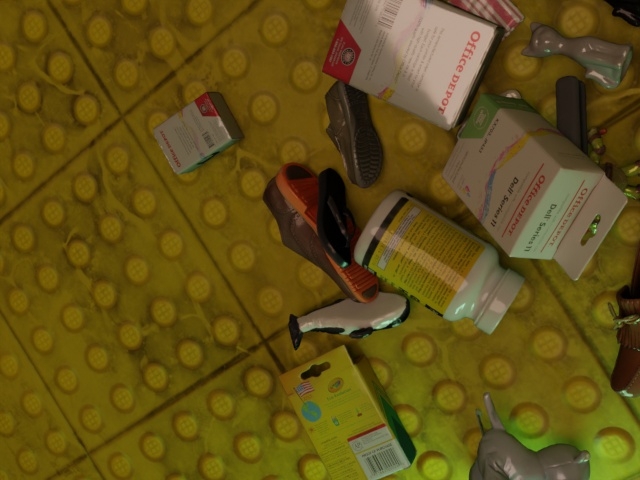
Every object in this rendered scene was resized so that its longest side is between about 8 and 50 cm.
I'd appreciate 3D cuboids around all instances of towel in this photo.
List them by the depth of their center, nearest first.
[{"bbox_3d":[0.307,-0.444,1.685,0.144,0.029,0.197,48,112,6],"label":"towel"}]

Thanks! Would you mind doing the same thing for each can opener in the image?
[{"bbox_3d":[0.478,-0.179,1.582,0.093,0.074,0.281,1,87,36],"label":"can opener"}]

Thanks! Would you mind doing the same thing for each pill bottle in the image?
[{"bbox_3d":[0.252,0.051,1.709,0.333,0.188,0.188,33,109,13],"label":"pill bottle"}]

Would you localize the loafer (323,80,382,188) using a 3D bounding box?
[{"bbox_3d":[0.068,-0.236,1.791,0.087,0.094,0.251,-13,85,47],"label":"loafer"}]

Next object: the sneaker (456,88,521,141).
[{"bbox_3d":[0.348,-0.252,1.678,0.161,0.075,0.057,-37,86,23],"label":"sneaker"}]

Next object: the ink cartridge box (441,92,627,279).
[{"bbox_3d":[0.394,-0.106,1.543,0.353,0.119,0.207,59,135,46],"label":"ink cartridge box"}]

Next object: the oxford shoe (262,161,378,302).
[{"bbox_3d":[0.000,0.000,1.847,0.132,0.130,0.364,-41,78,40],"label":"oxford shoe"}]

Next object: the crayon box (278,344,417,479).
[{"bbox_3d":[0.063,0.411,1.904,0.202,0.081,0.319,-28,90,22],"label":"crayon box"}]

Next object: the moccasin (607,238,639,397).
[{"bbox_3d":[0.638,0.125,1.588,0.146,0.139,0.380,11,106,-7],"label":"moccasin"}]

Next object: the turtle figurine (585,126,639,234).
[{"bbox_3d":[0.582,-0.133,1.606,0.217,0.087,0.270,1,100,20],"label":"turtle figurine"}]

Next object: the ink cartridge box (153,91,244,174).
[{"bbox_3d":[-0.291,-0.254,1.921,0.175,0.072,0.128,-29,89,23],"label":"ink cartridge box"}]

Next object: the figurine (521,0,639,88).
[{"bbox_3d":[0.516,-0.425,1.567,0.209,0.092,0.215,25,92,24],"label":"figurine"}]

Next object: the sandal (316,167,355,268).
[{"bbox_3d":[0.037,-0.059,1.759,0.054,0.097,0.255,-26,52,29],"label":"sandal"}]

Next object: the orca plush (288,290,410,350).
[{"bbox_3d":[0.075,0.200,1.850,0.287,0.151,0.102,-23,129,6],"label":"orca plush"}]

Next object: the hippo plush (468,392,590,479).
[{"bbox_3d":[0.452,0.516,1.742,0.236,0.234,0.294,4,59,2],"label":"hippo plush"}]

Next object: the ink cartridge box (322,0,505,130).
[{"bbox_3d":[0.188,-0.390,1.653,0.306,0.131,0.226,28,112,12],"label":"ink cartridge box"}]
